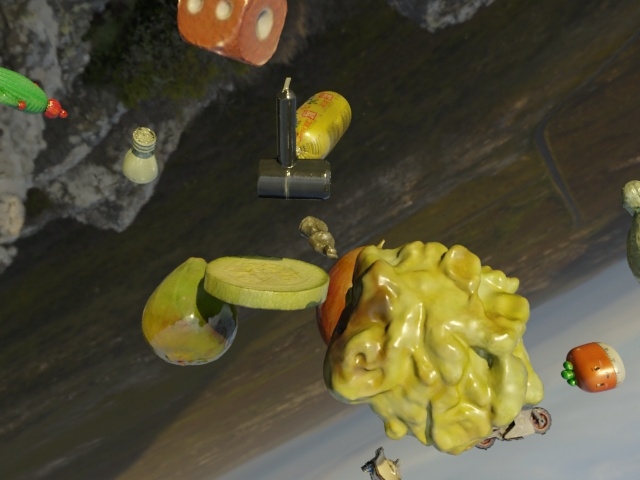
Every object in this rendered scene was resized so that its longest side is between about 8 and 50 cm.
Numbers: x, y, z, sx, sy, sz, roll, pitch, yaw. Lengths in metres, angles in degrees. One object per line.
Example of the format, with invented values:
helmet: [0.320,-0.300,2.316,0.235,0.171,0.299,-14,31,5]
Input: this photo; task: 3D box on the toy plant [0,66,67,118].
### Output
toy plant: [-0.825,-0.410,1.934,0.088,0.155,0.240,-46,163,18]

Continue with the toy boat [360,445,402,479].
toy boat: [0.126,0.473,1.387,0.066,0.084,0.210,-31,154,-14]

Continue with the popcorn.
popcorn: [0.168,0.146,1.018,0.312,0.312,0.312,-27,165,-8]

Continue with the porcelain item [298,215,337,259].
porcelain item: [0.000,0.000,1.961,0.081,0.216,0.069,30,101,-24]

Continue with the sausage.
sausage: [-0.010,-0.265,1.648,0.123,0.123,0.347,-38,-170,30]

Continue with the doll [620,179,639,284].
doll: [0.461,0.020,0.958,0.071,0.214,0.103,-16,161,16]

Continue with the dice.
dice: [-0.190,-0.479,1.484,0.174,0.179,0.175,-10,123,-64]

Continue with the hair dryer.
hair dryer: [-0.044,-0.164,1.150,0.124,0.071,0.219,0,126,1]

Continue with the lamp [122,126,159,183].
lamp: [-0.503,-0.236,1.975,0.106,0.106,0.193,-21,159,-29]

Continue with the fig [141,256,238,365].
fig: [-0.274,0.161,1.532,0.230,0.207,0.207,-57,178,-27]

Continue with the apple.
apple: [0.097,0.175,1.903,0.179,0.346,0.254,22,173,-22]

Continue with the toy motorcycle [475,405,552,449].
toy motorcycle: [0.474,0.448,1.765,0.215,0.123,0.080,-14,171,-5]

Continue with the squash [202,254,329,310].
squash: [-0.109,0.079,1.379,0.252,0.252,0.049,-8,110,-52]

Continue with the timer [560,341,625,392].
timer: [0.585,0.278,1.528,0.136,0.099,0.136,-5,-172,1]
